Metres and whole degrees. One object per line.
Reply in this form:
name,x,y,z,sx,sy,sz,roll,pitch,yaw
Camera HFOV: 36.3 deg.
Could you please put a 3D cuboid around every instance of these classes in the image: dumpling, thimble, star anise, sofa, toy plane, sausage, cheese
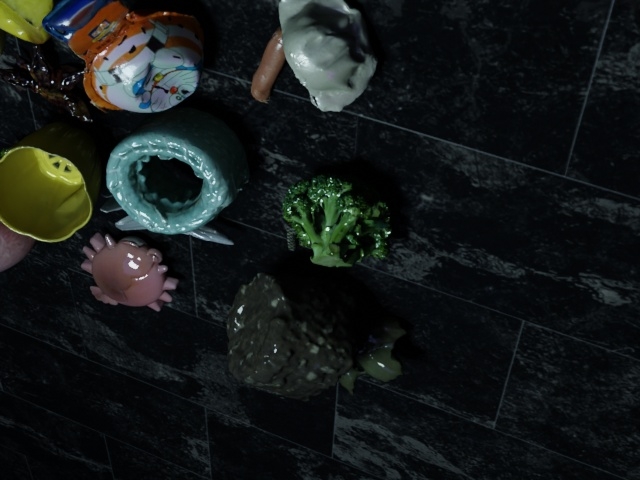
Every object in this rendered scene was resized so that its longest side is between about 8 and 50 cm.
dumpling,0.011,-0.284,1.426,0.127,0.108,0.188,-22,100,18
thimble,-0.237,-0.119,1.677,0.235,0.143,0.198,12,125,14
star anise,-0.486,-0.292,1.757,0.212,0.053,0.157,37,140,-2
sofa,0.000,0.000,1.750,0.118,0.039,0.060,15,137,19
toy plane,-0.278,-0.059,1.840,0.267,0.088,0.212,19,139,4
sausage,-0.076,-0.274,1.532,0.042,0.036,0.158,38,140,6
cheese,-0.293,-0.292,1.498,0.129,0.217,0.329,56,-172,23

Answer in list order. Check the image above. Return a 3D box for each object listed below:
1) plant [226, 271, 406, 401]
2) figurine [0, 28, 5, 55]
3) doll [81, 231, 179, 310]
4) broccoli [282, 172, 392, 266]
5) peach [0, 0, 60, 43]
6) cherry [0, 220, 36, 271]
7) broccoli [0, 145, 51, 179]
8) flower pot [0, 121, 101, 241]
plant,-0.003,0.182,1.816,0.312,0.213,0.215,10,150,-31
figurine,-0.689,-0.372,1.678,0.325,0.222,0.124,19,140,14
doll,-0.403,0.072,2.034,0.211,0.093,0.262,38,139,-11
broccoli,0.028,-0.030,1.624,0.196,0.156,0.195,4,158,2
peach,-0.514,-0.487,1.444,0.380,0.242,0.306,32,177,-17
cherry,-0.715,-0.026,2.046,0.239,0.206,0.239,18,127,26
broccoli,-0.591,-0.119,1.943,0.138,0.146,0.162,46,164,34
flower pot,-0.493,-0.124,1.806,0.195,0.179,0.195,3,122,4
